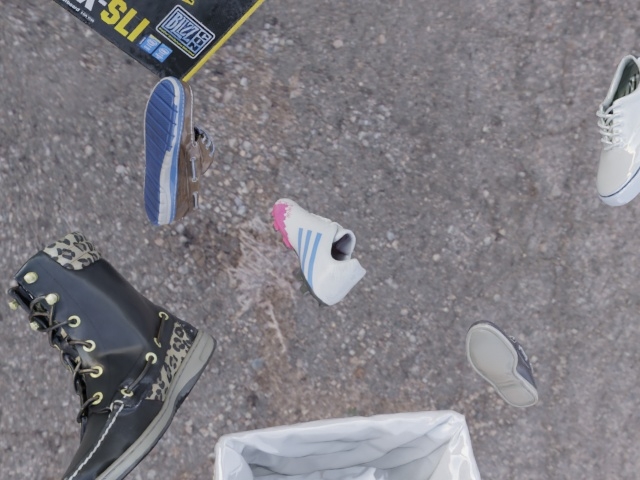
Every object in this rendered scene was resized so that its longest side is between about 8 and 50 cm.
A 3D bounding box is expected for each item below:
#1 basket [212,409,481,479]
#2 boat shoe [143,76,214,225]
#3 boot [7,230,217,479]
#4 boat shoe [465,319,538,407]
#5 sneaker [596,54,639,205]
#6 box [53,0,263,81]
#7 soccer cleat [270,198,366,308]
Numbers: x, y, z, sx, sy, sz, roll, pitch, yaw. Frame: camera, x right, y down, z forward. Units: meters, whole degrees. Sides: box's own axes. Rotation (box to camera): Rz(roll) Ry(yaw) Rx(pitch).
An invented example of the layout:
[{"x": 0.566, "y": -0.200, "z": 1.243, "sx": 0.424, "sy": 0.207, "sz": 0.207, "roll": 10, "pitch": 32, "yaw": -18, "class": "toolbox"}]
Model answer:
[{"x": 0.023, "y": 0.415, "z": 0.862, "sx": 0.331, "sy": 0.266, "sz": 0.328, "roll": -1, "pitch": 66, "yaw": -15, "class": "basket"}, {"x": -0.158, "y": -0.101, "z": 0.749, "sx": 0.066, "sy": 0.066, "sz": 0.183, "roll": -15, "pitch": 140, "yaw": -35, "class": "boat shoe"}, {"x": -0.203, "y": 0.103, "z": 0.558, "sx": 0.178, "sy": 0.236, "sz": 0.085, "roll": 44, "pitch": 118, "yaw": -7, "class": "boot"}, {"x": 0.283, "y": 0.182, "z": 1.042, "sx": 0.075, "sy": 0.065, "sz": 0.206, "roll": -18, "pitch": 127, "yaw": 30, "class": "boat shoe"}, {"x": 0.475, "y": -0.178, "z": 1.057, "sx": 0.091, "sy": 0.094, "sz": 0.258, "roll": 30, "pitch": 67, "yaw": -21, "class": "sneaker"}, {"x": -0.252, "y": -0.409, "z": 0.963, "sx": 0.257, "sy": 0.079, "sz": 0.322, "roll": -38, "pitch": 133, "yaw": 20, "class": "box"}, {"x": 0.000, "y": 0.000, "z": 1.413, "sx": 0.143, "sy": 0.331, "sz": 0.116, "roll": -39, "pitch": 133, "yaw": 11, "class": "soccer cleat"}]
